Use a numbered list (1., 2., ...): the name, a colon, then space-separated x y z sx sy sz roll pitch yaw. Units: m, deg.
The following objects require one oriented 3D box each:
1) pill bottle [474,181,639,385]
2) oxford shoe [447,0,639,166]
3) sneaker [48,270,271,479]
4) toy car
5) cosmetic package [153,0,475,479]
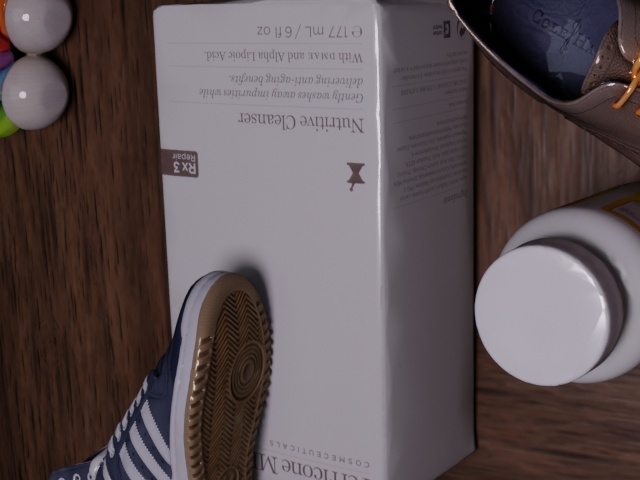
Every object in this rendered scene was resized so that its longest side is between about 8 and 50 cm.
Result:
1. pill bottle: 0.188 0.029 0.766 0.117 0.208 0.118 7 103 32
2. oxford shoe: 0.235 -0.086 0.736 0.363 0.132 0.130 32 113 32
3. sneaker: -0.129 0.144 0.884 0.153 0.099 0.282 17 113 30
4. toy car: -0.337 -0.189 1.113 0.159 0.136 0.182 15 107 30
5. cosmetic package: 0.000 0.000 0.915 0.217 0.156 0.385 5 102 34
